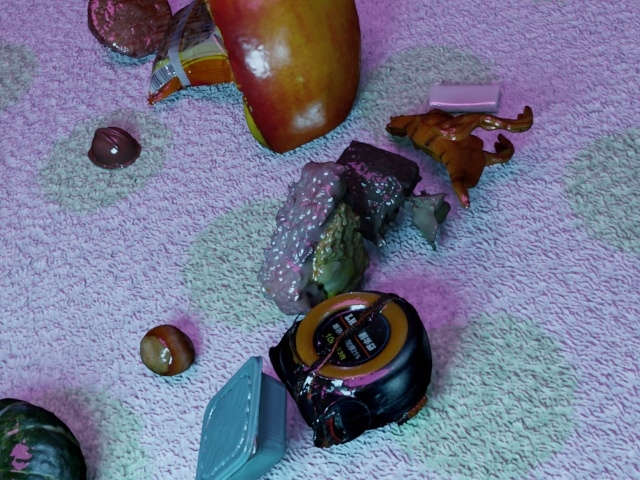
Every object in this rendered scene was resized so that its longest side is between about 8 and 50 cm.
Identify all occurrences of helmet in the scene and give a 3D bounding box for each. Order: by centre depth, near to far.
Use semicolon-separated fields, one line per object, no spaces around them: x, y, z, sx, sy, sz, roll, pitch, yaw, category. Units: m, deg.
-0.397;-0.184;1.806;0.111;0.057;0.089;18;61;27;helmet

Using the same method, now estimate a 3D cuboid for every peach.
-0.052;-0.361;1.703;0.242;0.380;0.306;-10;24;9;peach

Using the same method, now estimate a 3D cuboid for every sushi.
0.010;0.004;1.448;0.107;0.161;0.241;21;96;33;sushi

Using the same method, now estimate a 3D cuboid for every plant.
0.108;-0.064;1.511;0.203;0.131;0.142;28;28;15;plant

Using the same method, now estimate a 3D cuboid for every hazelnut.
-0.233;0.168;1.469;0.086;0.086;0.086;-7;50;9;hazelnut

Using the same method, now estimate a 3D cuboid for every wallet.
0.256;-0.253;1.709;0.122;0.025;0.061;2;54;17;wallet

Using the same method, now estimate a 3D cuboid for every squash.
-0.446;0.340;1.321;0.252;0.165;0.252;-8;53;10;squash

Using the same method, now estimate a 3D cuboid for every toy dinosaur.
0.237;-0.154;1.520;0.208;0.097;0.432;-8;19;-13;toy dinosaur

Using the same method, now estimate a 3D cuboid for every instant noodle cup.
-0.103;0.261;1.311;0.070;0.179;0.157;20;47;-21;instant noodle cup

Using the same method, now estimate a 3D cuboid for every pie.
-0.392;-0.462;1.987;0.182;0.049;0.182;6;71;-19;pie

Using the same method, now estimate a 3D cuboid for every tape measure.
0.050;0.172;1.351;0.223;0.135;0.202;-28;40;-11;tape measure

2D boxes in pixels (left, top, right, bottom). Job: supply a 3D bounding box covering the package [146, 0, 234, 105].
-0.227;-0.400;1.887;0.223;0.108;0.288;-13;51;28;package
